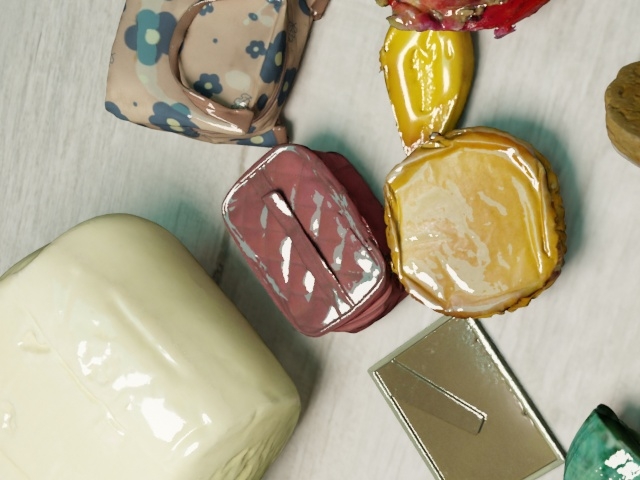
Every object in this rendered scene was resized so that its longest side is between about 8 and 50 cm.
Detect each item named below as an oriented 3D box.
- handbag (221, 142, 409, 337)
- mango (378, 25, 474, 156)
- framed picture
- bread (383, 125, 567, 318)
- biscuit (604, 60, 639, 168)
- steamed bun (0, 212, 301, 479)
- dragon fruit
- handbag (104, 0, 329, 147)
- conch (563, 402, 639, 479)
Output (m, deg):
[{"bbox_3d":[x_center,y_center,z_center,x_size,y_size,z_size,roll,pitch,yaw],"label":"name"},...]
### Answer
[{"bbox_3d":[0.000,0.000,1.069,0.146,0.135,0.225,-38,73,21],"label":"handbag"},{"bbox_3d":[0.118,-0.182,1.033,0.101,0.066,0.188,4,99,21],"label":"mango"},{"bbox_3d":[0.160,0.192,1.054,0.150,0.015,0.203,-40,74,25],"label":"framed picture"},{"bbox_3d":[0.161,-0.015,0.979,0.199,0.104,0.199,-1,85,10],"label":"bread"},{"bbox_3d":[0.361,-0.105,0.852,0.208,0.181,0.049,13,134,23],"label":"biscuit"},{"bbox_3d":[-0.239,0.218,1.132,0.371,0.290,0.456,49,116,13],"label":"steamed bun"},{"bbox_3d":[0.139,-0.299,0.936,0.211,0.282,0.147,59,152,16],"label":"dragon fruit"},{"bbox_3d":[-0.117,-0.235,1.102,0.193,0.190,0.252,19,98,17],"label":"handbag"},{"bbox_3d":[0.316,0.274,0.881,0.134,0.196,0.202,-52,23,2],"label":"conch"}]
